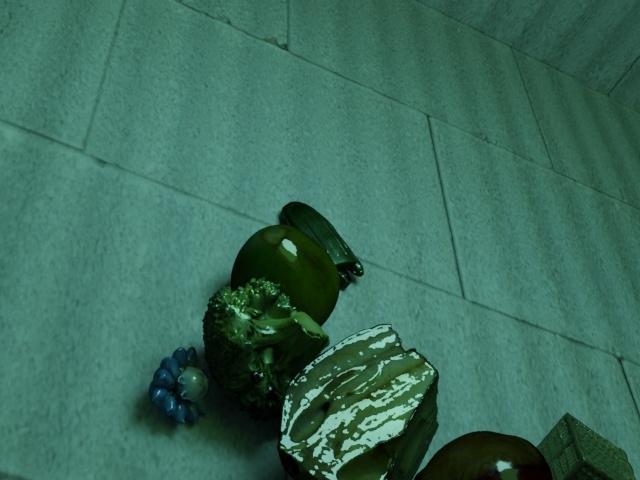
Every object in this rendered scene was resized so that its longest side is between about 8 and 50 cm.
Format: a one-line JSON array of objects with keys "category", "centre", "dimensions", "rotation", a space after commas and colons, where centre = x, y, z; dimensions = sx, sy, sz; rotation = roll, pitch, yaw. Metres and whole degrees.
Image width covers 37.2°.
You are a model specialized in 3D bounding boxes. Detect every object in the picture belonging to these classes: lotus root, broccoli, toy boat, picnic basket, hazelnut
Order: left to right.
[{"category": "broccoli", "centre": [-0.078, 0.168, 1.412], "dimensions": [0.226, 0.176, 0.198], "rotation": [29, 35, 0]}, {"category": "toy boat", "centre": [0.000, 0.000, 1.780], "dimensions": [0.104, 0.052, 0.210], "rotation": [-11, 54, -43]}, {"category": "lotus root", "centre": [0.057, 0.266, 1.339], "dimensions": [0.210, 0.142, 0.314], "rotation": [31, 41, 25]}, {"category": "hazelnut", "centre": [0.251, 0.392, 1.407], "dimensions": [0.229, 0.229, 0.229], "rotation": [22, 37, -18]}, {"category": "picnic basket", "centre": [0.435, 0.402, 1.543], "dimensions": [0.154, 0.134, 0.196], "rotation": [37, 13, -2]}]

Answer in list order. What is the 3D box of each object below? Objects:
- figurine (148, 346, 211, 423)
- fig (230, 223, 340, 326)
[{"category": "figurine", "centre": [-0.201, 0.208, 1.343], "dimensions": [0.079, 0.114, 0.114], "rotation": [-2, 25, 26]}, {"category": "fig", "centre": [-0.059, 0.060, 1.563], "dimensions": [0.181, 0.191, 0.181], "rotation": [-5, 46, 5]}]
